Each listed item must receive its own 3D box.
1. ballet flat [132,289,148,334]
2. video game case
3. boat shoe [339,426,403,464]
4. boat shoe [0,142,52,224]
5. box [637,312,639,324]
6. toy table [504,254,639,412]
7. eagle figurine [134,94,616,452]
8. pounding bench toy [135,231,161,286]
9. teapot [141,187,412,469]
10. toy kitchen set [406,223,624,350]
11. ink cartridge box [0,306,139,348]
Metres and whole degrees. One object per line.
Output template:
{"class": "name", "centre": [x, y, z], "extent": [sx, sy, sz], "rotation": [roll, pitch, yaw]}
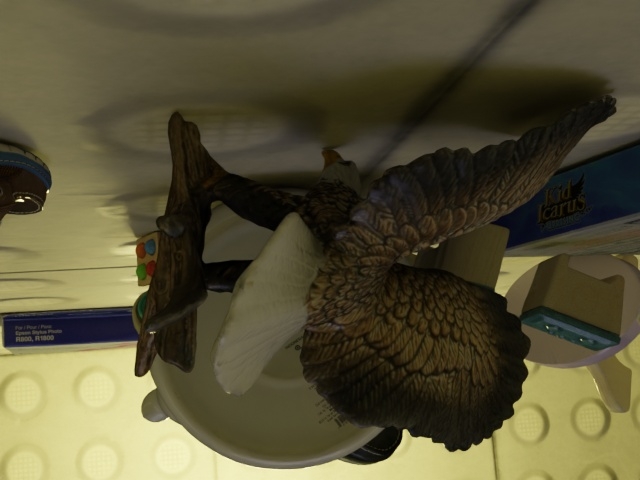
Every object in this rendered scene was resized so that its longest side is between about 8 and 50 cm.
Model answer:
{"class": "ballet flat", "centre": [-0.099, 0.143, 0.938], "extent": [0.086, 0.248, 0.086], "rotation": [-41, 158, -21]}
{"class": "video game case", "centre": [0.320, -0.033, 0.822], "extent": [0.244, 0.061, 0.269], "rotation": [1, 170, -25]}
{"class": "boat shoe", "centre": [0.010, 0.122, 0.989], "extent": [0.113, 0.340, 0.127], "rotation": [-12, -152, 45]}
{"class": "boat shoe", "centre": [-0.229, -0.029, 0.561], "extent": [0.066, 0.066, 0.183], "rotation": [-6, 171, 15]}
{"class": "box", "centre": [0.463, 0.051, 0.700], "extent": [0.215, 0.168, 0.345], "rotation": [3, 147, -29]}
{"class": "toy table", "centre": [0.424, 0.125, 1.395], "extent": [0.161, 0.252, 0.274], "rotation": [20, 171, -30]}
{"class": "eagle figurine", "centre": [0.044, 0.007, 0.580], "extent": [0.298, 0.225, 0.226], "rotation": [8, 159, -11]}
{"class": "pounding bench toy", "centre": [-0.169, 0.023, 0.977], "extent": [0.065, 0.052, 0.083], "rotation": [2, 170, -36]}
{"class": "teapot", "centre": [-0.028, 0.067, 0.811], "extent": [0.256, 0.252, 0.187], "rotation": [7, -177, -2]}
{"class": "toy kitchen set", "centre": [0.160, 0.083, 0.877], "extent": [0.166, 0.122, 0.207], "rotation": [21, 163, -10]}
{"class": "ink cartridge box", "centre": [-0.468, 0.185, 1.843], "extent": [0.324, 0.071, 0.330], "rotation": [-2, 172, -14]}
